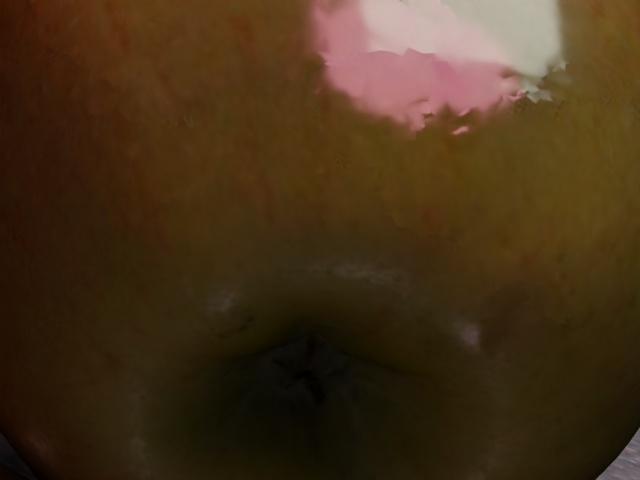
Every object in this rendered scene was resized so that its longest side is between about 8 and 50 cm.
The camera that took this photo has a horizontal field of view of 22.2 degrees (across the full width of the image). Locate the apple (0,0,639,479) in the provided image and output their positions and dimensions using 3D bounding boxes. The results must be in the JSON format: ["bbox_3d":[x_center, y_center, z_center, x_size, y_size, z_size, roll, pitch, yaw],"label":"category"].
[{"bbox_3d":[0.000,0.000,0.707,0.338,0.338,0.305,18,24,-24],"label":"apple"}]

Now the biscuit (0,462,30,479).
[{"bbox_3d":[-0.193,0.088,0.620,0.249,0.035,0.184,25,8,23],"label":"biscuit"}]
